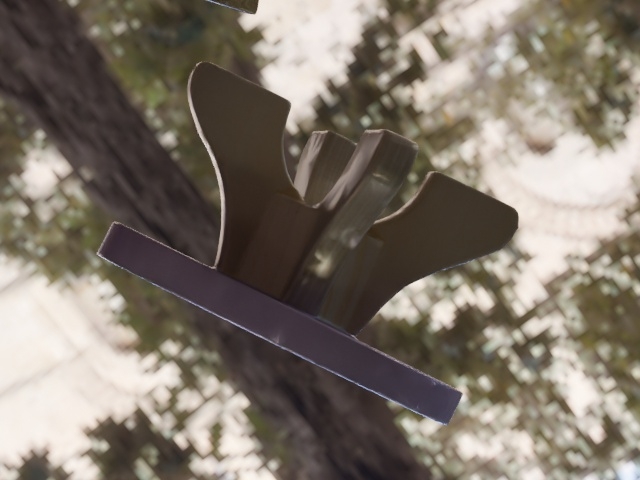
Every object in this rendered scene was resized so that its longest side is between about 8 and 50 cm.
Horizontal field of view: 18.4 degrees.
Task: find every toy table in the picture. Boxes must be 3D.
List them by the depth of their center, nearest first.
[{"bbox_3d":[0.000,0.000,1.391,0.161,0.274,0.252,-65,-157,-2],"label":"toy table"}]

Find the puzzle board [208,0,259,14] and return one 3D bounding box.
[{"bbox_3d":[-0.047,-0.143,0.759,0.011,0.096,0.128,10,-177,23],"label":"puzzle board"}]
